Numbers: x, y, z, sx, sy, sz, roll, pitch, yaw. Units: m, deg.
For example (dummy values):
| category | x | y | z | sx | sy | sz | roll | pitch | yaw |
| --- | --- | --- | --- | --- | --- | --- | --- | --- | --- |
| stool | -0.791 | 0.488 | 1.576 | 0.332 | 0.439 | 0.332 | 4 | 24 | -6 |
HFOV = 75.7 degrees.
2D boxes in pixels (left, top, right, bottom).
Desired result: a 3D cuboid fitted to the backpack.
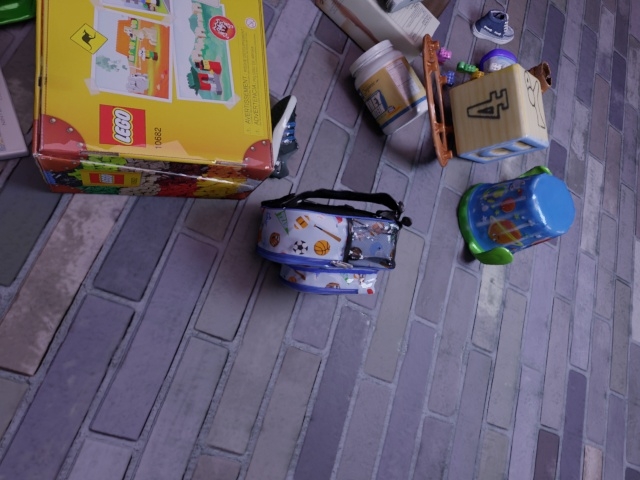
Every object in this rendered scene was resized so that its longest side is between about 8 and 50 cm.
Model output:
| category | x | y | z | sx | sy | sz | roll | pitch | yaw |
| --- | --- | --- | --- | --- | --- | --- | --- | --- | --- |
| backpack | 0.000 | 0.000 | 0.848 | 0.264 | 0.277 | 0.212 | 13 | 87 | -20 |

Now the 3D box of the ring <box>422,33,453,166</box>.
| category | x | y | z | sx | sy | sz | roll | pitch | yaw |
| --- | --- | --- | --- | --- | --- | --- | --- | --- | --- |
| ring | 0.312 | -0.359 | 1.070 | 0.337 | 0.032 | 0.336 | -6 | 90 | -66 |

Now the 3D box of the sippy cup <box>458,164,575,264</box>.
| category | x | y | z | sx | sy | sz | roll | pitch | yaw |
| --- | --- | --- | --- | --- | --- | --- | --- | --- | --- |
| sippy cup | 0.546 | -0.075 | 1.132 | 0.240 | 0.224 | 0.305 | 8 | 75 | -25 |

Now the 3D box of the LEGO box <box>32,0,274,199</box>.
| category | x | y | z | sx | sy | sz | roll | pitch | yaw |
| --- | --- | --- | --- | --- | --- | --- | --- | --- | --- |
| LEGO box | -0.309 | -0.346 | 0.790 | 0.373 | 0.193 | 0.499 | 0 | 79 | -26 |

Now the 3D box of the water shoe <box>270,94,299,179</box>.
| category | x | y | z | sx | sy | sz | roll | pitch | yaw |
| --- | --- | --- | --- | --- | --- | --- | --- | --- | --- |
| water shoe | -0.088 | -0.238 | 0.956 | 0.080 | 0.073 | 0.202 | 31 | 70 | -41 |

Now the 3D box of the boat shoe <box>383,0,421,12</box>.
| category | x | y | z | sx | sy | sz | roll | pitch | yaw |
| --- | --- | --- | --- | --- | --- | --- | --- | --- | --- |
| boat shoe | 0.238 | -0.650 | 1.044 | 0.219 | 0.078 | 0.070 | -36 | 96 | -28 |

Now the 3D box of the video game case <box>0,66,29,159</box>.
| category | x | y | z | sx | sy | sz | roll | pitch | yaw |
| --- | --- | --- | --- | --- | --- | --- | --- | --- | --- |
| video game case | -0.652 | -0.221 | 0.690 | 0.227 | 0.026 | 0.206 | -18 | 87 | -28 |

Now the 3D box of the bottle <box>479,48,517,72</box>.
| category | x | y | z | sx | sy | sz | roll | pitch | yaw |
| --- | --- | --- | --- | --- | --- | --- | --- | --- | --- |
| bottle | 0.568 | -0.455 | 1.298 | 0.118 | 0.092 | 0.282 | 9 | 75 | -25 |

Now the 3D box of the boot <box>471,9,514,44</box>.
| category | x | y | z | sx | sy | sz | roll | pitch | yaw |
| --- | --- | --- | --- | --- | --- | --- | --- | --- | --- |
| boot | 0.602 | -0.714 | 1.374 | 0.190 | 0.086 | 0.069 | -9 | 83 | -27 |

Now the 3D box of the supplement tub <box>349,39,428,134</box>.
| category | x | y | z | sx | sy | sz | roll | pitch | yaw |
| --- | --- | --- | --- | --- | --- | --- | --- | --- | --- |
| supplement tub | 0.179 | -0.392 | 1.066 | 0.144 | 0.144 | 0.199 | -36 | 95 | -28 |

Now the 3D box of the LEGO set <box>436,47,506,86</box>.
| category | x | y | z | sx | sy | sz | roll | pitch | yaw |
| --- | --- | --- | --- | --- | --- | --- | --- | --- | --- |
| LEGO set | 0.431 | -0.493 | 1.204 | 0.228 | 0.093 | 0.086 | 12 | 89 | 0 |

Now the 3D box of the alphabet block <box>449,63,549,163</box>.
| category | x | y | z | sx | sy | sz | roll | pitch | yaw |
| --- | --- | --- | --- | --- | --- | --- | --- | --- | --- |
| alphabet block | 0.499 | -0.342 | 1.152 | 0.193 | 0.194 | 0.196 | 0 | 83 | -47 |

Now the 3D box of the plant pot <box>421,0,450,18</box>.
| category | x | y | z | sx | sy | sz | roll | pitch | yaw |
| --- | --- | --- | --- | --- | --- | --- | --- | --- | --- |
| plant pot | 0.322 | -0.766 | 1.168 | 0.216 | 0.230 | 0.215 | 6 | 76 | -25 |

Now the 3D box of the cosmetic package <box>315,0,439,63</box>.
| category | x | y | z | sx | sy | sz | roll | pitch | yaw |
| --- | --- | --- | --- | --- | --- | --- | --- | --- | --- |
| cosmetic package | 0.155 | -0.614 | 1.112 | 0.296 | 0.129 | 0.153 | 39 | 64 | -13 |

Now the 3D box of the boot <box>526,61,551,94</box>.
| category | x | y | z | sx | sy | sz | roll | pitch | yaw |
| --- | --- | --- | --- | --- | --- | --- | --- | --- | --- |
| boot | 0.665 | -0.450 | 1.310 | 0.073 | 0.152 | 0.196 | -6 | 82 | -27 |

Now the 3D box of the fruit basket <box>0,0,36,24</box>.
| category | x | y | z | sx | sy | sz | roll | pitch | yaw |
| --- | --- | --- | --- | --- | --- | --- | --- | --- | --- |
| fruit basket | -0.608 | -0.395 | 0.580 | 0.393 | 0.282 | 0.391 | 7 | 59 | -12 |
